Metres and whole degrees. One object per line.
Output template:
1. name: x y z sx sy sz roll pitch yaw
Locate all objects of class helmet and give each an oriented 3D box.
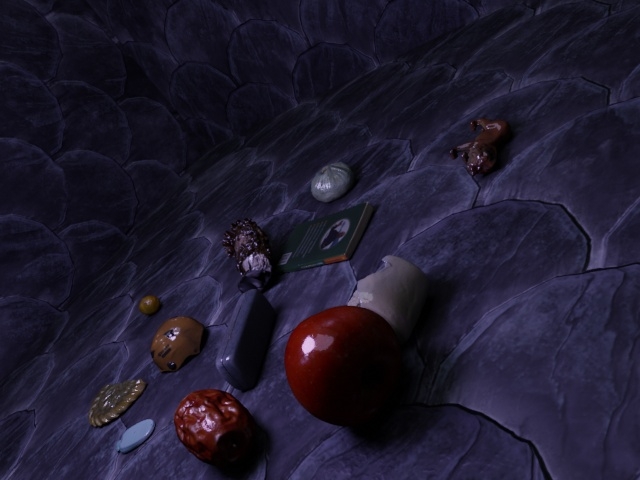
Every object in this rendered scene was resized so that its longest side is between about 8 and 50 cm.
1. helmet: -0.518 0.350 1.958 0.224 0.130 0.198 -32 23 14

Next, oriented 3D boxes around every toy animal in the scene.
1. toy animal: 0.531 -0.307 1.773 0.158 0.097 0.312 13 52 44

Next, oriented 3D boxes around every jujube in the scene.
1. jujube: -0.264 0.464 1.393 0.174 0.174 0.250 -49 24 -22

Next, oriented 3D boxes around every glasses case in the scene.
1. glasses case: -0.219 0.289 1.670 0.074 0.131 0.323 -24 28 24

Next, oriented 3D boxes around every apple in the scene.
1. apple: 0.049 0.272 1.223 0.260 0.260 0.217 -48 32 -21

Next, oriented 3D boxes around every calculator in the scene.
1. calculator: -0.577 0.608 1.724 0.153 0.021 0.095 -29 26 10

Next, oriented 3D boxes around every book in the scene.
1. book: 0.000 0.000 1.982 0.371 0.043 0.260 -14 36 42

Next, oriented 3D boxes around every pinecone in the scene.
1. pinecone: -0.324 0.004 2.261 0.165 0.163 0.163 -40 23 20

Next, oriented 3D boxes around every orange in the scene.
1. orange: -0.742 0.282 2.407 0.095 0.085 0.085 -36 25 16

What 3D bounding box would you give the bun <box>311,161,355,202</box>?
1. bun: 0.046 -0.246 2.244 0.195 0.118 0.195 -31 23 15

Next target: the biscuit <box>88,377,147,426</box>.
1. biscuit: -0.740 0.575 1.970 0.274 0.036 0.187 -19 31 34

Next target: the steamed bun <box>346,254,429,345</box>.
1. steamed bun: 0.155 0.143 1.395 0.200 0.170 0.225 -17 31 46

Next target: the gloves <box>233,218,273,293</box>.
1. gloves: -0.249 0.057 2.046 0.135 0.210 0.312 -4 52 -13
